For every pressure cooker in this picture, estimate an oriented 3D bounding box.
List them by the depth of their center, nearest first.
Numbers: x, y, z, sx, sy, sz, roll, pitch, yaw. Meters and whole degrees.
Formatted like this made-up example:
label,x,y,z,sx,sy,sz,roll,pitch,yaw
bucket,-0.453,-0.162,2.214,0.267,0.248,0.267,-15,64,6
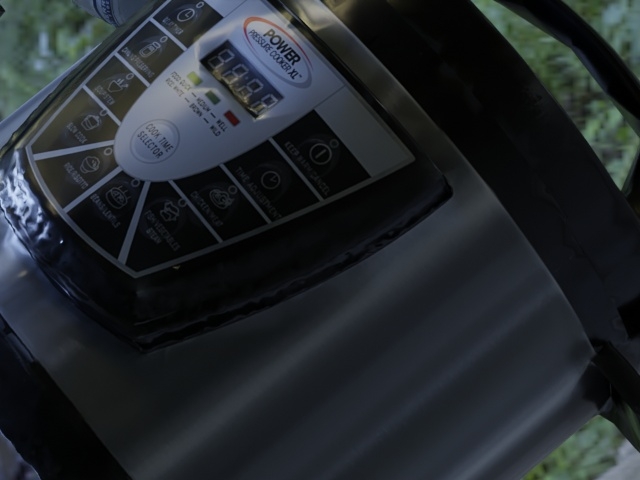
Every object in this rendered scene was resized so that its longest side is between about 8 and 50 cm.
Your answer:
label,x,y,z,sx,sy,sz,roll,pitch,yaw
pressure cooker,0.000,0.001,1.086,0.370,0.420,0.375,53,174,-18

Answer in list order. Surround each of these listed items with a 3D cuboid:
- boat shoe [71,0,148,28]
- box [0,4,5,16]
label,x,y,z,sx,sy,sz,roll,pitch,yaw
boat shoe,-0.135,-0.340,1.868,0.156,0.367,0.136,24,142,33
box,-0.396,-0.155,1.697,0.207,0.114,0.036,-44,81,26
